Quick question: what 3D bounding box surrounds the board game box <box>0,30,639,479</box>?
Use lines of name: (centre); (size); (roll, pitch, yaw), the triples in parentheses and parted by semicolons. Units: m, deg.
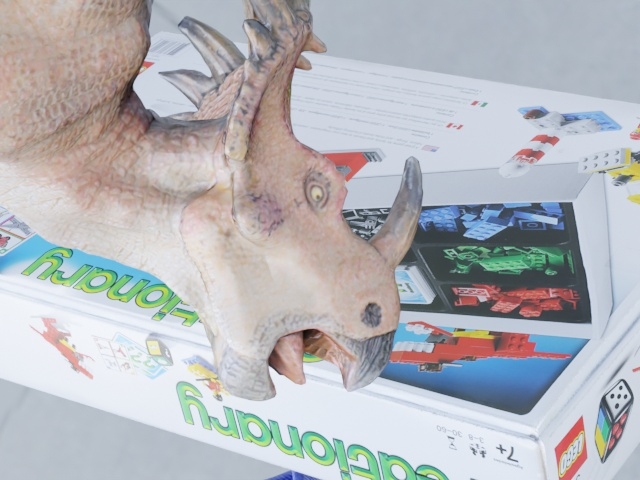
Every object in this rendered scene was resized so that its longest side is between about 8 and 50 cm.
board game box: (0.000, 0.000, 0.692); (0.305, 0.053, 0.193); (13, 40, 34)

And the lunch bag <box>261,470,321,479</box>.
lunch bag: (0.000, 0.267, 0.658); (0.328, 0.385, 0.239); (55, 144, 20)

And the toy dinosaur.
toy dinosaur: (-0.078, -0.097, 0.505); (0.200, 0.295, 0.127); (-14, 29, -17)
